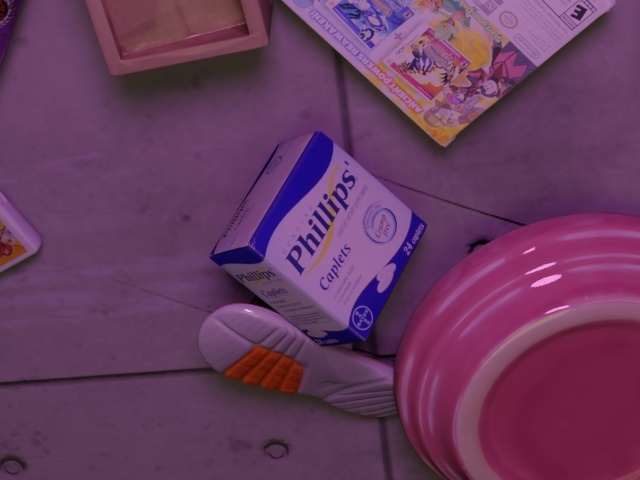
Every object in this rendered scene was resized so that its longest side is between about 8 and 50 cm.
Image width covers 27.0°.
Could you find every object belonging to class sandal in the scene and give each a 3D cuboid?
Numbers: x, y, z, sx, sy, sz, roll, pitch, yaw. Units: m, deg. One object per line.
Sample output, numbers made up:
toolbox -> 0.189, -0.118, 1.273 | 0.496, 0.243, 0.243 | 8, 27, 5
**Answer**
sandal -> -0.007, 0.097, 1.244 | 0.102, 0.076, 0.265 | -30, 139, 35

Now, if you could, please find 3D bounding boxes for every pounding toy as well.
pounding toy -> -0.148, -0.240, 1.005 | 0.181, 0.094, 0.206 | -10, 122, 7

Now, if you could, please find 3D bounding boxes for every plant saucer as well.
plant saucer -> 0.236, 0.132, 1.215 | 0.332, 0.084, 0.332 | -4, 123, -6

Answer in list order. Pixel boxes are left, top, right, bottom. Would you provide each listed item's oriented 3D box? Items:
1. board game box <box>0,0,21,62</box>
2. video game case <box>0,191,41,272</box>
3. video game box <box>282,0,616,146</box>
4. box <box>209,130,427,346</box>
board game box -> -0.375, -0.203, 0.955 | 0.347, 0.056, 0.208 | -3, 137, -40
video game case -> -0.403, -0.020, 1.204 | 0.227, 0.026, 0.206 | -27, 118, 18
video game box -> 0.095, -0.200, 1.051 | 0.205, 0.048, 0.187 | 40, 114, -21
box -> 0.000, 0.000, 1.133 | 0.137, 0.126, 0.072 | 39, 155, -21
